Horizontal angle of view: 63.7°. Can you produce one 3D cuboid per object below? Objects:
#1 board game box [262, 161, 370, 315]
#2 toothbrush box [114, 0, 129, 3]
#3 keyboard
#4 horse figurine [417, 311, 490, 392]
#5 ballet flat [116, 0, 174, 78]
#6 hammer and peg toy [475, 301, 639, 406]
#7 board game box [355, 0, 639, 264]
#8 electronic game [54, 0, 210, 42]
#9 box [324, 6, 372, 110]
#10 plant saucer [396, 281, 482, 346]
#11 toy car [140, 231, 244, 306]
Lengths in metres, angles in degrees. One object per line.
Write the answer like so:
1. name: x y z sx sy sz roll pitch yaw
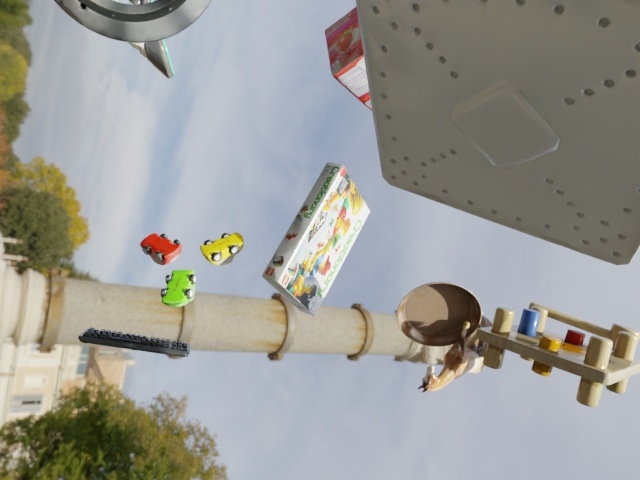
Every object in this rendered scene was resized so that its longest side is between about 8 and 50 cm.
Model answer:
1. board game box: 0.000 0.000 1.186 0.053 0.193 0.305 17 -110 33
2. toothbrush box: -0.350 -0.543 0.877 0.295 0.216 0.126 163 -91 -85
3. keyboard: -0.321 0.177 0.906 0.108 0.180 0.023 161 -59 -74
4. horse figurine: 0.327 0.240 1.141 0.066 0.263 0.174 24 -74 36
5. ballet flat: -0.305 -0.376 0.876 0.074 0.074 0.203 20 -55 55
6. hammer and peg toy: 0.514 0.226 1.082 0.266 0.361 0.127 16 -84 43
7. board game box: 0.242 -0.155 0.656 0.390 0.390 0.050 24 -115 27
8. electronic game: -0.238 -0.366 0.639 0.048 0.229 0.229 -136 -120 -72
9. box: 0.147 -0.355 0.874 0.257 0.128 0.122 -27 -124 31
10. plant saucer: 0.238 0.145 1.045 0.168 0.168 0.029 -57 -168 29
11. toy car: -0.292 0.068 1.117 0.225 0.239 0.053 -87 175 -50
